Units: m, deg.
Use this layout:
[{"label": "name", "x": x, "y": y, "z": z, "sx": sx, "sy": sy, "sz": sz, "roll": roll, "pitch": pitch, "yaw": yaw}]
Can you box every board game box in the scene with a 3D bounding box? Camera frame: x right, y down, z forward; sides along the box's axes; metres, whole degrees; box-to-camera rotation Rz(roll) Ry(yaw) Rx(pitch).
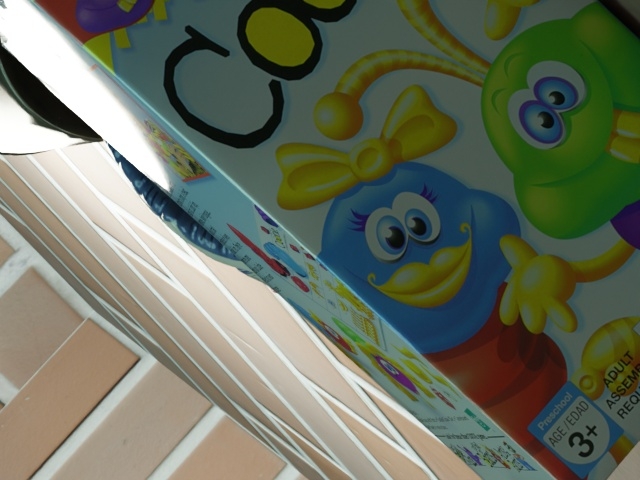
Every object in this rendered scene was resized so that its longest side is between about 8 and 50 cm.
[{"label": "board game box", "x": 0.026, "y": -0.045, "z": 0.744, "sx": 0.275, "sy": 0.142, "sz": 0.144, "roll": 42, "pitch": 171, "yaw": -2}]

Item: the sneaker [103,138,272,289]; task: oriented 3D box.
[{"label": "sneaker", "x": 0.000, "y": 0.000, "z": 0.984, "sx": 0.296, "sy": 0.112, "sz": 0.131, "roll": 42, "pitch": 169, "yaw": 19}]

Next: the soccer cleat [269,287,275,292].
[{"label": "soccer cleat", "x": -0.042, "y": 0.024, "z": 1.655, "sx": 0.035, "sy": 0.029, "sz": 0.083, "roll": 41, "pitch": 176, "yaw": -17}]

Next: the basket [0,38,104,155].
[{"label": "basket", "x": -0.162, "y": -0.128, "z": 1.131, "sx": 0.204, "sy": 0.154, "sz": 0.227, "roll": 46, "pitch": 166, "yaw": -25}]
